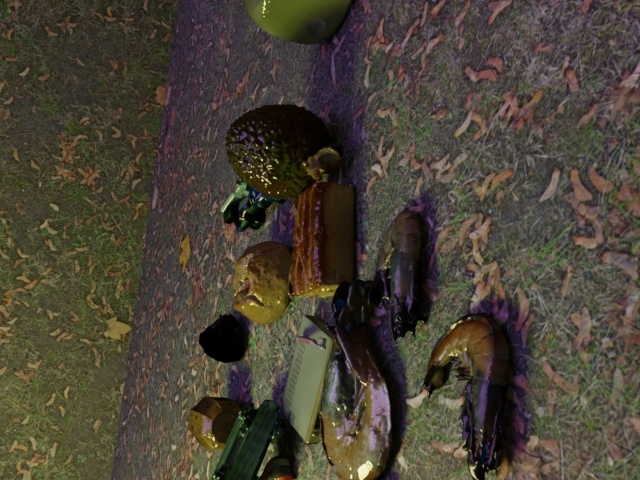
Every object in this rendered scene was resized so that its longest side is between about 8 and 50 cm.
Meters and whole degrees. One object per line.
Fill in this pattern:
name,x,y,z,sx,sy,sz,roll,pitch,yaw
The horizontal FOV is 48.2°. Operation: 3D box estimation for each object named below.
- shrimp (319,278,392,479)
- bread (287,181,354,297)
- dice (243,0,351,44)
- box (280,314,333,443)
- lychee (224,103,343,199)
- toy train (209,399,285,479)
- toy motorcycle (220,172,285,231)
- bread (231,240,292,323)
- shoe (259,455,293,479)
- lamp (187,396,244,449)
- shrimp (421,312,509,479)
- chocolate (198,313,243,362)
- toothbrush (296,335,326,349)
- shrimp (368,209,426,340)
shrimp,0.077,0.302,1.547,0.221,0.110,0.445,-19,68,54
bread,0.000,0.000,1.782,0.185,0.114,0.274,-26,57,58
dice,-0.061,-0.716,1.987,0.249,0.255,0.252,-59,35,41
box,-0.022,0.340,1.781,0.211,0.045,0.270,29,107,62
lychee,-0.100,-0.237,1.891,0.270,0.320,0.270,-51,-9,-11
toy train,-0.194,0.558,1.831,0.300,0.120,0.202,-66,4,-33
toy motorcycle,-0.183,-0.152,2.189,0.331,0.125,0.196,-47,41,41
bread,-0.174,0.115,2.058,0.244,0.134,0.244,-22,65,57
shoe,-0.127,0.650,1.857,0.194,0.074,0.077,-65,36,24
lamp,-0.311,0.550,2.160,0.185,0.161,0.161,-13,70,60
shrimp,0.249,0.275,1.261,0.222,0.054,0.290,-30,52,56
chocolate,-0.299,0.294,2.280,0.156,0.156,0.133,-47,14,47
toothbrush,-0.022,0.233,1.665,0.286,0.020,0.025,157,125,-76
shrimp,0.152,0.078,1.508,0.178,0.075,0.289,141,132,-63
